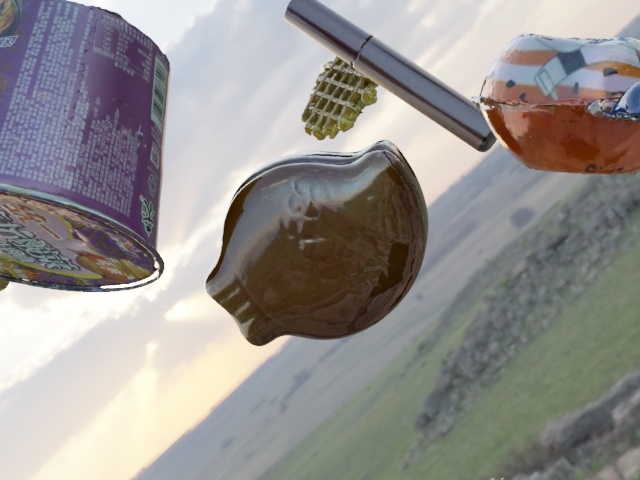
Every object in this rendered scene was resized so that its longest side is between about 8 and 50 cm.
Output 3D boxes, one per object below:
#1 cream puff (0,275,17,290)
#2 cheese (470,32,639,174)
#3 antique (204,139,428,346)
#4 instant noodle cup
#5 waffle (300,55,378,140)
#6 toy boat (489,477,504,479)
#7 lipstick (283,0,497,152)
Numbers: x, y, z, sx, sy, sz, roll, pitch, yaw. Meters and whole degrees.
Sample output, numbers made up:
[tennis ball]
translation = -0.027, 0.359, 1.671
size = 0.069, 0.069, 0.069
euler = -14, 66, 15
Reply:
[cream puff]
translation = -0.462, 0.003, 1.453
size = 0.116, 0.146, 0.146
euler = 26, -61, -41
[cheese]
translation = 0.257, -0.122, 0.983
size = 0.216, 0.129, 0.329
euler = 0, 9, -11
[antique]
translation = 0.000, 0.000, 1.252
size = 0.278, 0.223, 0.129
euler = -42, 7, 18
[instant noodle cup]
translation = -0.328, -0.114, 1.279
size = 0.340, 0.339, 0.266
euler = 132, 148, -66
[waffle]
translation = 0.039, -0.248, 1.766
size = 0.191, 0.038, 0.191
euler = -31, 42, 33
[toy boat]
translation = 0.276, 0.462, 1.627
size = 0.072, 0.206, 0.064
euler = -1, -13, -24
[lipstick]
translation = 0.102, -0.241, 1.536
size = 0.057, 0.356, 0.057
euler = -50, -15, -18
